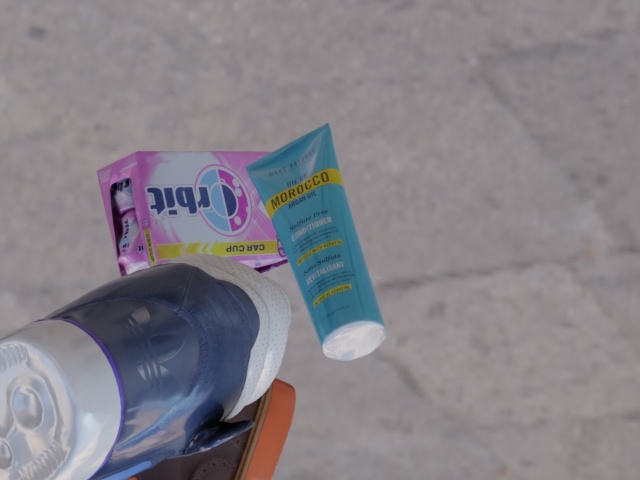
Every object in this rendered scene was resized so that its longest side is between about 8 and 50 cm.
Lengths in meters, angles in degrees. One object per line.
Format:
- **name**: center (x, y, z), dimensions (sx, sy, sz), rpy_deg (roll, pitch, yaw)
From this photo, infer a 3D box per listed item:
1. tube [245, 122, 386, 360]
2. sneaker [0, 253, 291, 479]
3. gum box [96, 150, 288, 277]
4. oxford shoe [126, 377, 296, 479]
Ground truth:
- **tube**: center (0.000, 0.000, 1.608), dimensions (0.080, 0.207, 0.052), rpy_deg (-24, 144, 7)
- **sneaker**: center (-0.155, 0.112, 1.250), dimensions (0.323, 0.130, 0.236), rpy_deg (-33, 171, 41)
- **gum box**: center (-0.114, -0.023, 1.834), dimensions (0.188, 0.107, 0.062), rpy_deg (-2, 165, -46)
- **oxford shoe**: center (-0.107, 0.202, 1.388), dimensions (0.098, 0.271, 0.097), rpy_deg (28, 149, -15)
